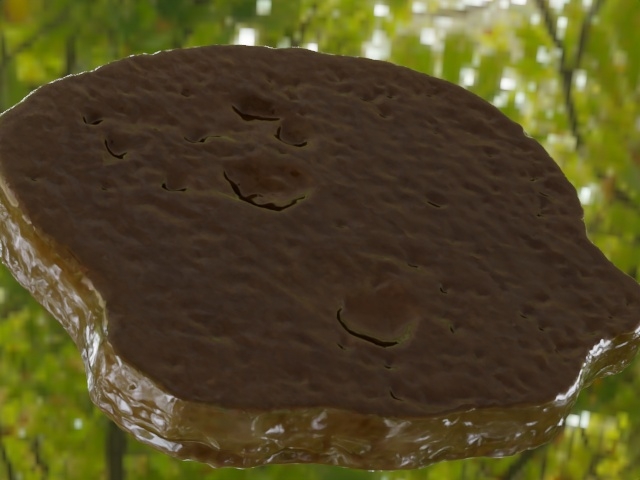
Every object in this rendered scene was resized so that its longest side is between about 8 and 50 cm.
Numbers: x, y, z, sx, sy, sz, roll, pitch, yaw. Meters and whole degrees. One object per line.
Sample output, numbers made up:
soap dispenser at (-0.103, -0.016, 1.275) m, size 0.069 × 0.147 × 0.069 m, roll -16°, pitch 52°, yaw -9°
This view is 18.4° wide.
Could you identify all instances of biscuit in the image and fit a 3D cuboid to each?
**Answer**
biscuit at (0.000, 0.001, 0.830) m, size 0.273 × 0.049 × 0.257 m, roll -7°, pitch -139°, yaw -31°
